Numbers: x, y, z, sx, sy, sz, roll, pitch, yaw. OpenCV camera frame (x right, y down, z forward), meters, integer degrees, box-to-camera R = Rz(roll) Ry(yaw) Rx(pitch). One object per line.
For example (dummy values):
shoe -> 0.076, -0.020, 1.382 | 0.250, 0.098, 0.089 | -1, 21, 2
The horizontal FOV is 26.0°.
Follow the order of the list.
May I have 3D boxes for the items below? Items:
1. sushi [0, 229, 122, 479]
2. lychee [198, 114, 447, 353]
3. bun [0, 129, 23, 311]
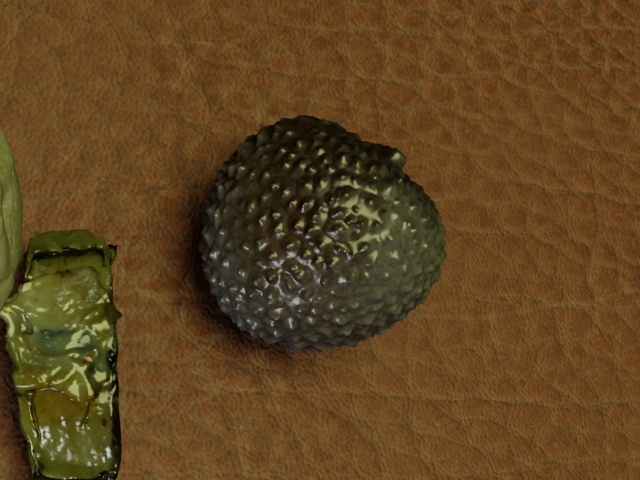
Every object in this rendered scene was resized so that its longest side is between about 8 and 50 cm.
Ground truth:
sushi -> -0.287, 0.130, 1.527 | 0.139, 0.131, 0.291 | -1, 82, -9
lychee -> 0.005, 0.000, 1.648 | 0.300, 0.300, 0.300 | 10, 70, -30
bun -> -0.454, -0.042, 1.376 | 0.365, 0.219, 0.365 | 18, 53, -25
